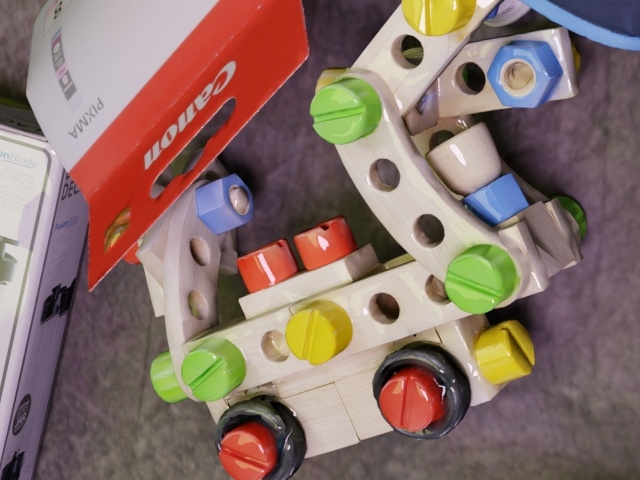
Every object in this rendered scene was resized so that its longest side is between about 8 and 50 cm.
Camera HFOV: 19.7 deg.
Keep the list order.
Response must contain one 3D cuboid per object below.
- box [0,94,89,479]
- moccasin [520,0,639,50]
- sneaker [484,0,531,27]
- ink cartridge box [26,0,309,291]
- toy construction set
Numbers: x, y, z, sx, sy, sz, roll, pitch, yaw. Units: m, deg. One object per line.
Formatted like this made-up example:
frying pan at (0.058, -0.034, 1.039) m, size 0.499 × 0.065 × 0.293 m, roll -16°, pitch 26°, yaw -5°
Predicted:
box at (-0.249, 0.047, 1.166) m, size 0.169 × 0.087 × 0.289 m, roll 16°, pitch 104°, yaw 11°
moccasin at (0.067, -0.237, 0.851) m, size 0.342 × 0.138 × 0.117 m, roll 50°, pitch 134°, yaw 14°
sneaker at (0.058, -0.188, 0.932) m, size 0.065 × 0.076 × 0.166 m, roll -32°, pitch 73°, yaw 38°
ink cartridge box at (-0.089, -0.113, 0.991) m, size 0.189 × 0.066 × 0.232 m, roll -46°, pitch 25°, yaw 26°
toy construction set at (0.000, 0.000, 0.950) m, size 0.328 × 0.151 × 0.215 m, roll -19°, pitch 97°, yaw 46°
